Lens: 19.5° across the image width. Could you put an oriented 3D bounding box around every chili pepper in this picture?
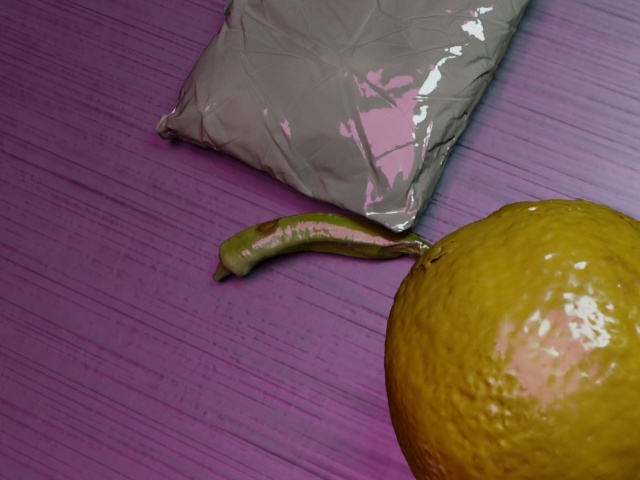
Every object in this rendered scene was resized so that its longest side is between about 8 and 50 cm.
[{"bbox_3d":[0.000,-0.001,1.634,0.208,0.043,0.049,-7,57,14],"label":"chili pepper"}]

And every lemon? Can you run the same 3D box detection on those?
[{"bbox_3d":[0.180,0.105,1.414,0.293,0.293,0.293,-6,69,15],"label":"lemon"}]

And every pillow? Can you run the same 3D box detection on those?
[{"bbox_3d":[0.023,-0.172,1.668,0.274,0.076,0.281,24,79,25],"label":"pillow"}]
